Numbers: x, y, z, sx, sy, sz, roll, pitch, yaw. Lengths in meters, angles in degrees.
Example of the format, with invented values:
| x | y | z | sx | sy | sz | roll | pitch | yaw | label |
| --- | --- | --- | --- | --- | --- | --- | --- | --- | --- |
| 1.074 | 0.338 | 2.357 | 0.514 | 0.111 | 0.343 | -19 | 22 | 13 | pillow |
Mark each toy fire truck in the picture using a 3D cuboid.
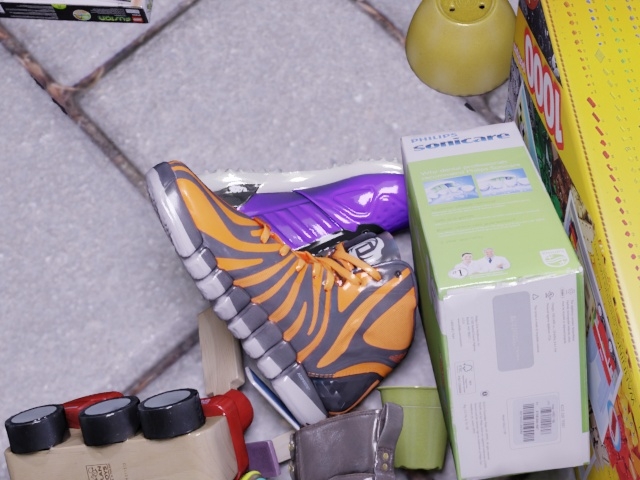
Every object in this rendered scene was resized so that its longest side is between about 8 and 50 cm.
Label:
| x | y | z | sx | sy | sz | roll | pitch | yaw | label |
| --- | --- | --- | --- | --- | --- | --- | --- | --- | --- |
| -0.164 | 0.167 | 1.192 | 0.217 | 0.246 | 0.159 | -10 | 98 | 20 | toy fire truck |

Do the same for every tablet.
| x | y | z | sx | sy | sz | roll | pitch | yaw | label |
| --- | --- | --- | --- | --- | --- | --- | --- | --- | --- |
| -0.043 | 0.161 | 1.199 | 0.006 | 0.054 | 0.083 | -42 | 105 | 0 | tablet |

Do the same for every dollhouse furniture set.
| x | y | z | sx | sy | sz | roll | pitch | yaw | label |
| --- | --- | --- | --- | --- | --- | --- | --- | --- | --- |
| -0.037 | 0.247 | 1.212 | 0.081 | 0.091 | 0.114 | -14 | 87 | -45 | dollhouse furniture set |

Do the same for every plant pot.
| x | y | z | sx | sy | sz | roll | pitch | yaw | label |
| --- | --- | --- | --- | --- | --- | --- | --- | --- | --- |
| 0.096 | 0.186 | 1.196 | 0.083 | 0.083 | 0.079 | 2 | 80 | 5 | plant pot |
| 0.161 | -0.243 | 1.356 | 0.134 | 0.095 | 0.134 | -2 | 67 | 5 | plant pot |

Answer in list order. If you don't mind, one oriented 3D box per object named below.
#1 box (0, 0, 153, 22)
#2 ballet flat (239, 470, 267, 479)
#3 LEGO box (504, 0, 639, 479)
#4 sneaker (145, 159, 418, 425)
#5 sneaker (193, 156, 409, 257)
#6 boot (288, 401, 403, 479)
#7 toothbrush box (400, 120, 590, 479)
| x | y | z | sx | sy | sz | roll | pitch | yaw | label |
| --- | --- | --- | --- | --- | --- | --- | --- | --- | --- |
| -0.302 | -0.322 | 1.460 | 0.207 | 0.036 | 0.114 | 4 | 67 | 6 | box |
| -0.120 | 0.321 | 1.141 | 0.077 | 0.077 | 0.231 | 14 | 82 | 26 | ballet flat |
| 0.310 | 0.029 | 1.079 | 0.193 | 0.372 | 0.500 | -9 | 66 | 1 | LEGO box |
| -0.024 | 0.019 | 1.170 | 0.180 | 0.321 | 0.124 | -35 | 28 | -2 | sneaker |
| 0.000 | 0.000 | 1.273 | 0.293 | 0.102 | 0.146 | -3 | 73 | 7 | sneaker |
| -0.004 | 0.280 | 1.098 | 0.091 | 0.263 | 0.229 | 18 | 54 | -37 | boot |
| 0.153 | 0.047 | 1.108 | 0.122 | 0.206 | 0.283 | -9 | 29 | 0 | toothbrush box |
